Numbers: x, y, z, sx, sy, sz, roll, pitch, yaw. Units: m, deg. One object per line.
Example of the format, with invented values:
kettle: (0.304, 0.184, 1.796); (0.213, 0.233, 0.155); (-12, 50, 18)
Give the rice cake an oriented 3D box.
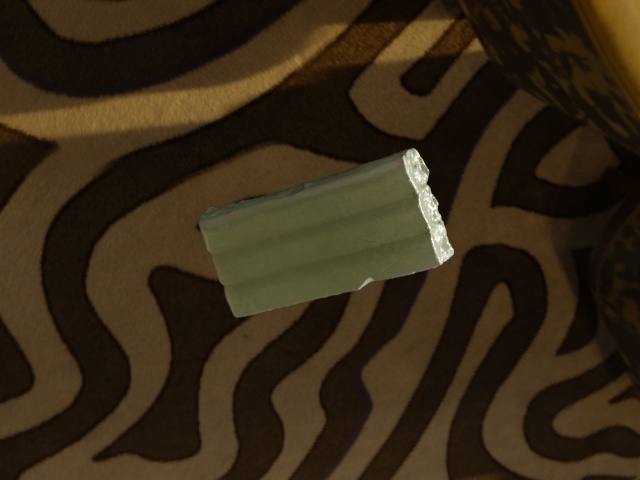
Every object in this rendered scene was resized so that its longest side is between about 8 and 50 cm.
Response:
rice cake: (0.000, 0.000, 0.741); (0.237, 0.043, 0.127); (-13, 111, 22)
